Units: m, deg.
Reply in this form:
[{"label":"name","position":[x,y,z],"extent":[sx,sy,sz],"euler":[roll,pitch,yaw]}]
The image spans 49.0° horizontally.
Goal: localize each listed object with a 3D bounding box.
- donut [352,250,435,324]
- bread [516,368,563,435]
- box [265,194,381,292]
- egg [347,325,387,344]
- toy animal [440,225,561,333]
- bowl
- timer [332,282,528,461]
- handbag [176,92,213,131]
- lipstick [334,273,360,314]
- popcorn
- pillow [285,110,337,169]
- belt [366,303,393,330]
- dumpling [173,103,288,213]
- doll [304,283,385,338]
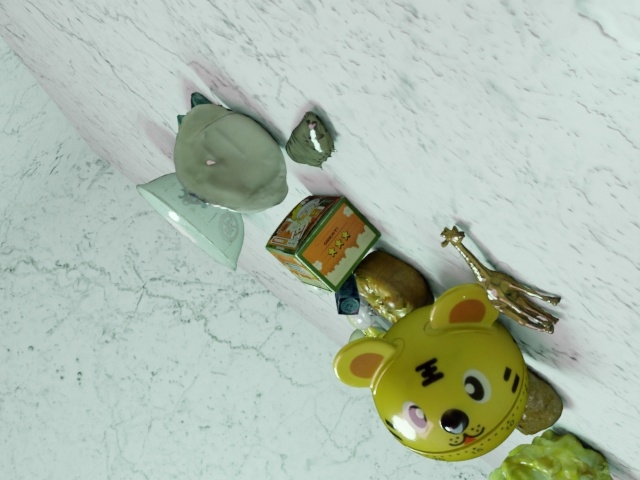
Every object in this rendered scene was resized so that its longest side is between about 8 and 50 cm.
[{"label":"donut","position":[0.176,0.124,1.712],"extent":[0.226,0.114,0.226],"euler":[39,168,9]},{"label":"bread","position":[0.488,0.393,1.749],"extent":[0.230,0.123,0.230],"euler":[35,166,10]},{"label":"box","position":[0.000,0.000,1.634],"extent":[0.148,0.177,0.195],"euler":[45,167,-21]},{"label":"egg","position":[0.195,0.407,2.501],"extent":[0.254,0.188,0.188],"euler":[50,164,-32]},{"label":"toy animal","position":[0.320,0.075,1.264],"extent":[0.275,0.054,0.149],"euler":[39,165,5]},{"label":"bowl","position":[-0.393,-0.106,2.377],"extent":[0.434,0.196,0.435],"euler":[38,167,10]},{"label":"timer","position":[0.254,0.281,1.499],"extent":[0.376,0.376,0.387],"euler":[24,158,50]},{"label":"handbag","position":[-0.241,-0.218,1.751],"extent":[0.274,0.100,0.269],"euler":[40,167,-1]},{"label":"lipstick","position":[0.051,0.072,1.700],"extent":[0.312,0.051,0.051],"euler":[-100,9,-61]},{"label":"popcorn","position":[0.630,0.676,1.933],"extent":[0.312,0.312,0.312],"euler":[37,168,9]},{"label":"pillow","position":[-0.017,-0.180,1.338],"extent":[0.093,0.051,0.241],"euler":[40,166,-4]},{"label":"belt","position":[0.219,0.259,2.224],"extent":[0.232,0.053,0.071],"euler":[46,167,-30]},{"label":"dumpling","position":[-0.207,-0.168,1.536],"extent":[0.243,0.227,0.175],"euler":[34,152,39]},{"label":"doll","position":[0.072,0.193,2.329],"extent":[0.365,0.094,0.160],"euler":[42,165,-14]}]
